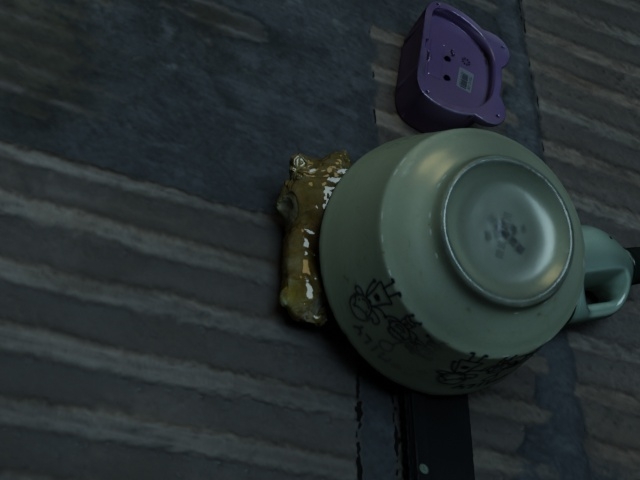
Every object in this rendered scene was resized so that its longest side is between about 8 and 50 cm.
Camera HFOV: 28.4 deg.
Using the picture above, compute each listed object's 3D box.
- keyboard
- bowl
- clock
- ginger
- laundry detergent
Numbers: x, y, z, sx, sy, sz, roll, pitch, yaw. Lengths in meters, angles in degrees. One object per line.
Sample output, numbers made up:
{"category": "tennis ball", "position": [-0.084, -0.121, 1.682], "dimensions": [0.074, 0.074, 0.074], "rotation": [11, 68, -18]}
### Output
{"category": "keyboard", "position": [0.100, 0.153, 1.097], "dimensions": [0.072, 0.023, 0.231], "rotation": [20, 50, -28]}
{"category": "bowl", "position": [0.127, 0.005, 1.066], "dimensions": [0.237, 0.126, 0.238], "rotation": [6, 73, -21]}
{"category": "clock", "position": [0.138, -0.172, 1.329], "dimensions": [0.110, 0.050, 0.153], "rotation": [24, 50, -16]}
{"category": "ginger", "position": [0.007, 0.002, 1.119], "dimensions": [0.096, 0.067, 0.165], "rotation": [17, 66, -28]}
{"category": "laundry detergent", "position": [0.241, 0.034, 1.237], "dimensions": [0.225, 0.070, 0.099], "rotation": [-4, 62, -35]}
